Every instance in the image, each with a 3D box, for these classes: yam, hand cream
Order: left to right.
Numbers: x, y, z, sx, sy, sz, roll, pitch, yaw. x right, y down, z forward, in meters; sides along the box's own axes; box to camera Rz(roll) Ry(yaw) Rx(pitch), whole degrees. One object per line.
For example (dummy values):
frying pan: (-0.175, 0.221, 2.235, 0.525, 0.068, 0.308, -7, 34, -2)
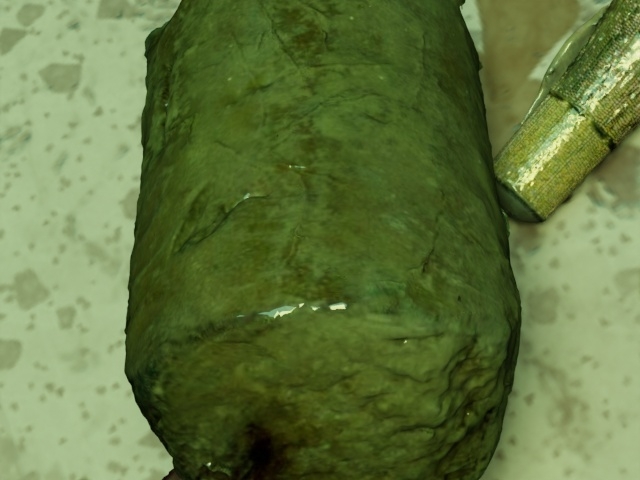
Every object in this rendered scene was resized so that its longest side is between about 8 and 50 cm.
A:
yam: (0.000, 0.000, 0.959, 0.195, 0.195, 0.300, -13, 44, 12)
hand cream: (0.170, -0.092, 1.051, 0.203, 0.084, 0.084, -49, 62, 2)

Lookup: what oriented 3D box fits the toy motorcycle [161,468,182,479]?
toy motorcycle: (-0.042, 0.167, 0.990, 0.212, 0.084, 0.118, -33, 59, -9)
